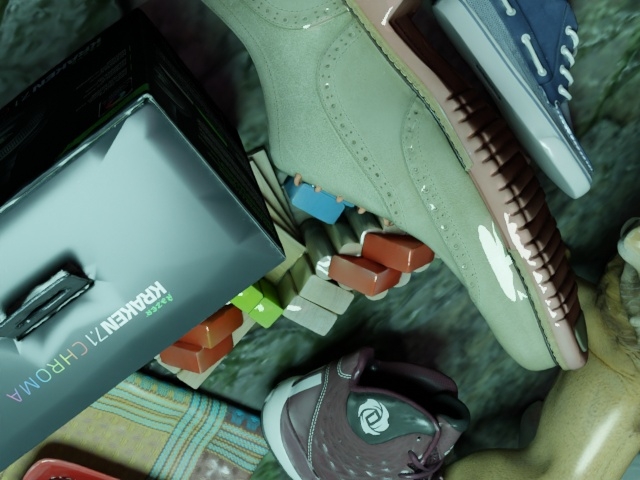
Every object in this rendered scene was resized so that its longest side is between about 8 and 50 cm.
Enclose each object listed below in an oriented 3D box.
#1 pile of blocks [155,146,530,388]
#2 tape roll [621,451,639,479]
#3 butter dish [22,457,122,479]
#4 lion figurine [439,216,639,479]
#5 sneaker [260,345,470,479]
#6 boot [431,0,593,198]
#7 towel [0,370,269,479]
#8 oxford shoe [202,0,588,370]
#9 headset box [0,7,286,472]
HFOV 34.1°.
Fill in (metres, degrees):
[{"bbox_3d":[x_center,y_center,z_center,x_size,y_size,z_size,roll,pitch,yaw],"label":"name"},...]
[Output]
[{"bbox_3d":[0.000,0.000,0.820,0.362,0.112,0.149,-26,115,0],"label":"pile of blocks"},{"bbox_3d":[0.279,0.332,0.943,0.246,0.246,0.169,-23,114,-1],"label":"tape roll"},{"bbox_3d":[-0.195,0.284,0.859,0.160,0.118,0.160,26,104,-22],"label":"butter dish"},{"bbox_3d":[0.218,0.138,0.851,0.142,0.240,0.392,14,110,-16],"label":"lion figurine"},{"bbox_3d":[0.082,0.210,0.856,0.162,0.106,0.281,-38,89,33],"label":"sneaker"},{"bbox_3d":[0.174,-0.130,0.804,0.086,0.069,0.190,-36,96,1],"label":"boot"},{"bbox_3d":[-0.257,0.206,0.896,0.370,0.040,0.271,24,107,-20],"label":"towel"},{"bbox_3d":[0.053,-0.066,0.753,0.146,0.140,0.397,-32,84,18],"label":"oxford shoe"},{"bbox_3d":[-0.171,-0.006,0.690,0.246,0.283,0.131,-36,115,6],"label":"headset box"}]
